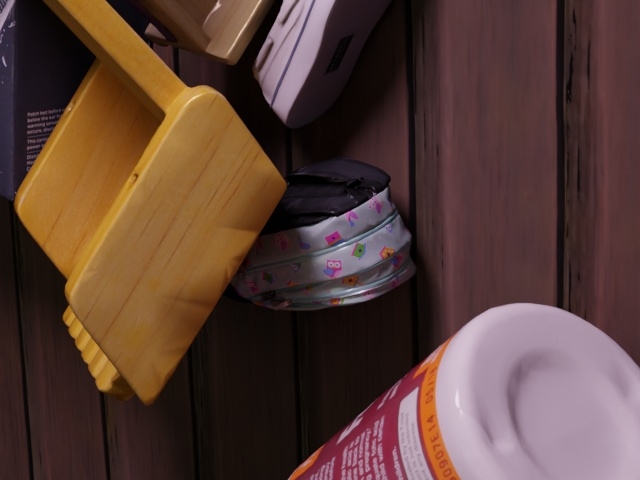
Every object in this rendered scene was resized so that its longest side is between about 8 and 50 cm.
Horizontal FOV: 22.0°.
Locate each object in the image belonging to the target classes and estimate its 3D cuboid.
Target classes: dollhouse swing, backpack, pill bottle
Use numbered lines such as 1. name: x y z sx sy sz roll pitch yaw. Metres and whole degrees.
1. dollhouse swing: -0.239 -0.087 1.461 0.315 0.305 0.347 -58 24 4
2. backpack: 0.000 0.000 1.490 0.182 0.152 0.115 -8 115 46
3. pill bottle: 0.096 0.237 1.376 0.392 0.224 0.224 -45 67 44

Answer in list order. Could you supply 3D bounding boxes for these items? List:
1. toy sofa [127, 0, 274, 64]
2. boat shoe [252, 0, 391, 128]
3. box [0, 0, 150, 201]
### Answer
1. toy sofa: -0.183 -0.313 1.414 0.177 0.362 0.150 21 77 36
2. boat shoe: 0.002 -0.212 1.445 0.084 0.095 0.258 50 132 20
3. box: -0.350 -0.246 1.760 0.343 0.179 0.312 23 116 42
